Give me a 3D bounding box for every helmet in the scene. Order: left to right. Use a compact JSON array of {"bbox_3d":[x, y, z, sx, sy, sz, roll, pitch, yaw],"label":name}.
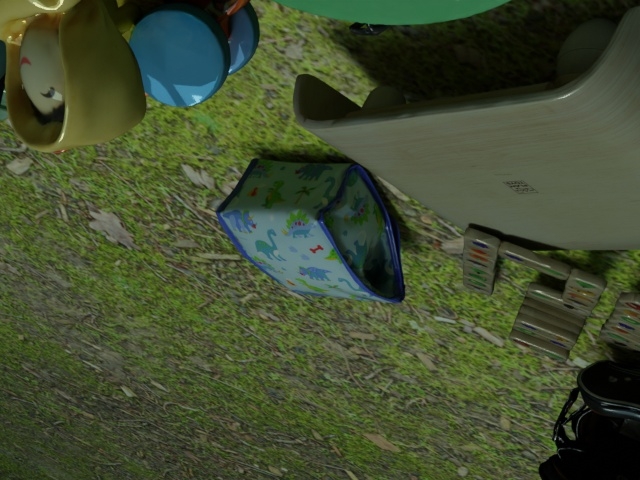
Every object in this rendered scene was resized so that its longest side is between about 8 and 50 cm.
[{"bbox_3d":[0.303,0.203,1.215,0.161,0.169,0.169,33,162,33],"label":"helmet"}]

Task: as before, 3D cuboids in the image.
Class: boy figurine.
[{"bbox_3d":[-0.196,-0.181,0.752,0.177,0.092,0.285,-7,116,40],"label":"boy figurine"}]

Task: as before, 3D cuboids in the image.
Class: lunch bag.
[{"bbox_3d":[0.000,0.000,1.210,0.129,0.096,0.151,5,139,39],"label":"lunch bag"}]

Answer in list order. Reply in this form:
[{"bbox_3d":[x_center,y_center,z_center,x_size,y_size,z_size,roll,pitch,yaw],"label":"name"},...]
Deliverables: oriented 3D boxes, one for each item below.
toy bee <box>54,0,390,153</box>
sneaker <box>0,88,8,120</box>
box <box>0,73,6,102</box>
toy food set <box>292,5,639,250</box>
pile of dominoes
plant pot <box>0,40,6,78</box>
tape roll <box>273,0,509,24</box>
[{"bbox_3d":[-0.095,-0.184,0.908,0.195,0.298,0.162,-113,-1,-75],"label":"toy bee"},{"bbox_3d":[-0.332,-0.124,1.231,0.094,0.151,0.256,39,152,-21],"label":"sneaker"},{"bbox_3d":[-0.529,-0.134,1.120,0.395,0.212,0.293,26,-167,26],"label":"box"},{"bbox_3d":[0.155,-0.078,0.932,0.219,0.092,0.306,30,160,-37],"label":"toy food set"},{"bbox_3d":[0.209,0.066,1.118,0.196,0.040,0.251,21,172,10],"label":"pile of dominoes"},{"bbox_3d":[-0.275,-0.262,0.902,0.165,0.166,0.234,21,146,12],"label":"plant pot"},{"bbox_3d":[0.003,-0.249,0.680,0.321,0.077,0.321,18,151,10],"label":"tape roll"}]
